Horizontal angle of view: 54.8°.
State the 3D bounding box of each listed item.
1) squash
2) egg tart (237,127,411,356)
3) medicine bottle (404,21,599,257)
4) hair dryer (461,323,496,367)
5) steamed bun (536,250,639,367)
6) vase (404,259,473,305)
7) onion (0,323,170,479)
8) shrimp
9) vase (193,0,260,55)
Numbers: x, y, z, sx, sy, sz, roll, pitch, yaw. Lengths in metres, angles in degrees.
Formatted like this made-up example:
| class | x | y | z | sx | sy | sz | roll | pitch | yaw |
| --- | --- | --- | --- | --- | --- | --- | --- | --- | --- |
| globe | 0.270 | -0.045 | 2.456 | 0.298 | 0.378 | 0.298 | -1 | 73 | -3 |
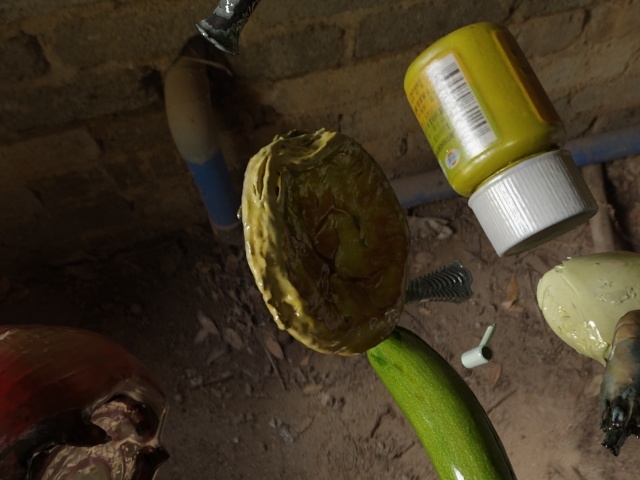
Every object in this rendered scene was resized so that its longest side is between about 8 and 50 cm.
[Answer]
| class | x | y | z | sx | sy | sz | roll | pitch | yaw |
| --- | --- | --- | --- | --- | --- | --- | --- | --- | --- |
| squash | 0.124 | 0.184 | 0.599 | 0.071 | 0.080 | 0.318 | 6 | 42 | -38 |
| egg tart | 0.000 | 0.000 | 0.627 | 0.106 | 0.241 | 0.241 | -15 | 52 | 42 |
| medicine bottle | 0.325 | -0.179 | 1.123 | 0.224 | 0.224 | 0.384 | -21 | 74 | -7 |
| hair dryer | 0.356 | 0.223 | 1.346 | 0.038 | 0.063 | 0.124 | 44 | 50 | -5 |
| steamed bun | 0.569 | 0.118 | 1.211 | 0.232 | 0.166 | 0.273 | 0 | 28 | -11 |
| vase | 0.237 | 0.116 | 1.470 | 0.238 | 0.115 | 0.115 | -8 | 58 | -28 |
| onion | -0.352 | 0.256 | 0.683 | 0.341 | 0.341 | 0.341 | -2 | 62 | 3 |
| shrimp | 0.399 | 0.172 | 0.658 | 0.198 | 0.051 | 0.262 | 30 | 39 | 22 |
| vase | -0.059 | -0.262 | 0.597 | 0.059 | 0.059 | 0.167 | 50 | 115 | 24 |
